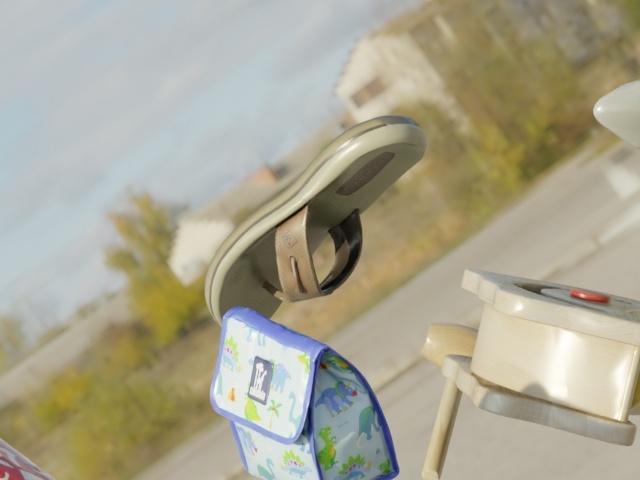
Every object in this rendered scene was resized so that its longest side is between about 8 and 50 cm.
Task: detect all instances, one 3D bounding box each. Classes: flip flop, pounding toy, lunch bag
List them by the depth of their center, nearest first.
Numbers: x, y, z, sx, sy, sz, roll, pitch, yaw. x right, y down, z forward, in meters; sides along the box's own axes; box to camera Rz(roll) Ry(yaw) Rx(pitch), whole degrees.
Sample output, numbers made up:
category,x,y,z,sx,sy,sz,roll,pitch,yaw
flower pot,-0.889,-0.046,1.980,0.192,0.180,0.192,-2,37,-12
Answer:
category,x,y,z,sx,sy,sz,roll,pitch,yaw
pounding toy,0.161,0.108,1.346,0.269,0.154,0.155,-137,60,-82
lunch bag,-0.019,0.133,1.606,0.096,0.151,0.129,-31,31,-29
flip flop,0.000,0.000,1.701,0.277,0.080,0.112,-43,-26,30

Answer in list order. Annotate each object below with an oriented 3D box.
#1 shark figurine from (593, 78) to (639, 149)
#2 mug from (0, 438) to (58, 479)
category,x,y,z,sx,sy,sz,roll,pitch,yaw
shark figurine,0.302,-0.132,1.099,0.278,0.166,0.116,-54,18,2
mug,-0.206,0.123,0.910,0.150,0.169,0.113,0,-68,-54
